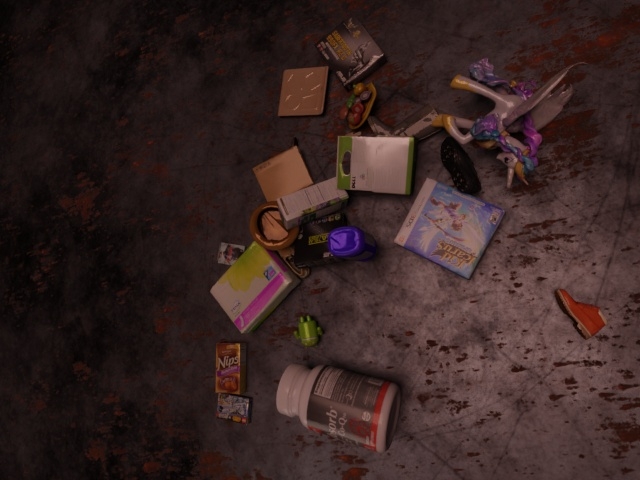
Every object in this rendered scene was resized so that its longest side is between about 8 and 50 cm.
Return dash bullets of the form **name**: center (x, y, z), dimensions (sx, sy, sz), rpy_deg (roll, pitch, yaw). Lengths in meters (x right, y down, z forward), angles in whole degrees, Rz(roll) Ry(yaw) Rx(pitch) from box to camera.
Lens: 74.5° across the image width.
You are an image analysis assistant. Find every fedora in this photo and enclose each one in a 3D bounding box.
- **fedora**: center (-0.166, -0.049, 1.554), dimensions (0.195, 0.079, 0.194), rpy_deg (-1, 74, 4)

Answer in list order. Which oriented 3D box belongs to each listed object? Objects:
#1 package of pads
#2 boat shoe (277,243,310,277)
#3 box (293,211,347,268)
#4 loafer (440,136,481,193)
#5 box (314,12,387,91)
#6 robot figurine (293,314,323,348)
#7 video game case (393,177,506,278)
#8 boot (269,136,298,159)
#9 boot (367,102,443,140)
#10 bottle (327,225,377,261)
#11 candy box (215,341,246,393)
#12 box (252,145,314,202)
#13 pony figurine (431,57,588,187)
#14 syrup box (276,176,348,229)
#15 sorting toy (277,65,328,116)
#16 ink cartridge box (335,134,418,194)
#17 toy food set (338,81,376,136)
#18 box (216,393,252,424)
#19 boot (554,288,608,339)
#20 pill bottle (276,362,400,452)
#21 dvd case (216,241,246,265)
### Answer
- **package of pads**: center (-0.252, 0.169, 1.578), dimensions (0.296, 0.101, 0.229), rpy_deg (-47, 69, 13)
- **boat shoe**: center (-0.111, 0.058, 1.556), dimensions (0.190, 0.072, 0.068), rpy_deg (45, 102, 21)
- **box**: center (0.000, 0.000, 1.504), dimensions (0.191, 0.045, 0.184), rpy_deg (-10, 55, 21)
- **loafer**: center (0.455, -0.244, 1.369), dimensions (0.076, 0.078, 0.223), rpy_deg (-53, 42, 48)
- **box**: center (0.111, -0.704, 1.578), dimensions (0.183, 0.056, 0.230), rpy_deg (-35, 72, 15)
- **robot figurine**: center (-0.042, 0.325, 1.497), dimensions (0.101, 0.067, 0.115), rpy_deg (-12, 79, 8)
- **video game case**: center (0.414, -0.041, 1.367), dimensions (0.270, 0.061, 0.244), rpy_deg (28, 94, 22)
- **boot**: center (-0.148, -0.352, 1.647), dimensions (0.114, 0.037, 0.106), rpy_deg (5, 84, 25)
- **boot**: center (0.291, -0.408, 1.458), dimensions (0.209, 0.076, 0.189), rpy_deg (-35, 86, 21)
- **bottle**: center (0.118, 0.017, 1.356), dimensions (0.118, 0.283, 0.092), rpy_deg (-8, 80, 22)
- **candy box**: center (-0.341, 0.483, 1.604), dimensions (0.109, 0.053, 0.186), rpy_deg (-5, 80, 22)
- **box**: center (-0.144, -0.247, 1.619), dimensions (0.201, 0.021, 0.164), rpy_deg (-24, 89, 16)
- **pony figurine**: center (0.559, -0.381, 1.247), dimensions (0.363, 0.303, 0.350), rpy_deg (45, 109, 24)
- **syrup box**: center (-0.029, -0.132, 1.488), dimensions (0.237, 0.093, 0.096), rpy_deg (-22, 74, -10)
- **sorting toy**: center (-0.066, -0.579, 1.647), dimensions (0.209, 0.038, 0.192), rpy_deg (5, 85, 27)
- **ink cartridge box**: center (0.190, -0.262, 1.428), dimensions (0.256, 0.097, 0.188), rpy_deg (7, 105, 19)
- **toy food set**: center (0.121, -0.475, 1.504), dimensions (0.128, 0.071, 0.217), rpy_deg (20, 90, 61)
- **box**: center (-0.326, 0.633, 1.591), dimensions (0.137, 0.027, 0.093), rpy_deg (2, 82, 22)
- **boot**: center (0.747, 0.195, 1.209), dimensions (0.085, 0.059, 0.157), rpy_deg (-36, 80, 11)
- **pill bottle**: center (0.058, 0.521, 1.355), dimensions (0.363, 0.210, 0.210), rpy_deg (8, 86, 23)
- **dvd case**: center (-0.358, 0.057, 1.688), dimensions (0.120, 0.013, 0.087), rpy_deg (9, 86, 23)
